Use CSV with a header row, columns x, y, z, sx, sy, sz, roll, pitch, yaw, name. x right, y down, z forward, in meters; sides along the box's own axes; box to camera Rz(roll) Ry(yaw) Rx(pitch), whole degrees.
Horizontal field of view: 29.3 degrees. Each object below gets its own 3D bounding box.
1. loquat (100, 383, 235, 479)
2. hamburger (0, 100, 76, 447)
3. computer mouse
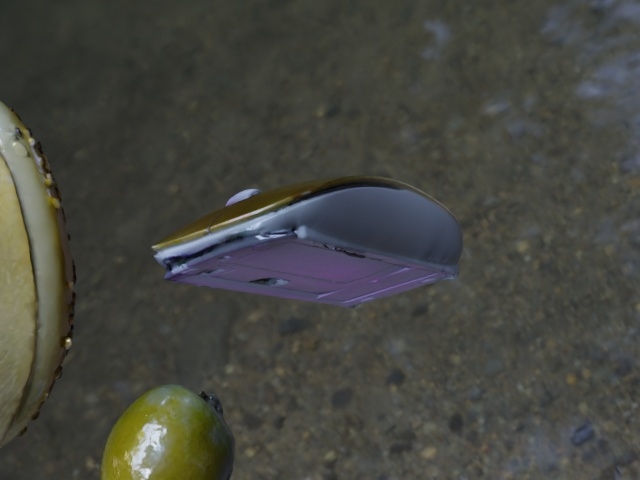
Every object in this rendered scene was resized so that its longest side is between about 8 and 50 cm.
x,y,z,sx,sy,sz,roll,pitch,yaw,name
-0.170,0.251,1.339,0.152,0.152,0.195,16,71,45,loquat
-0.292,0.020,0.906,0.176,0.300,0.300,-10,18,-41,hamburger
0.000,0.000,0.967,0.158,0.310,0.072,-19,74,29,computer mouse
